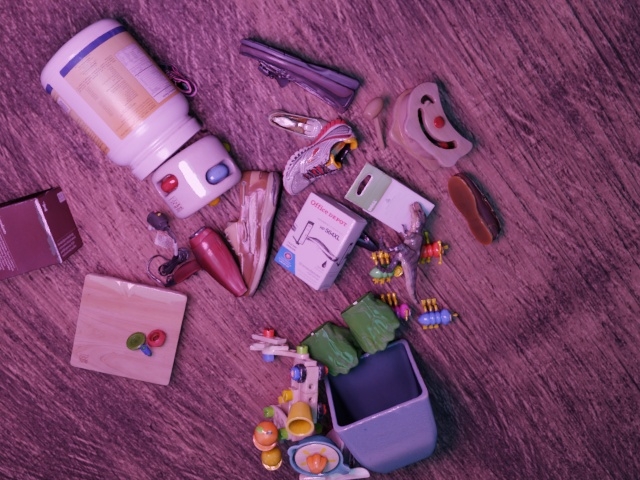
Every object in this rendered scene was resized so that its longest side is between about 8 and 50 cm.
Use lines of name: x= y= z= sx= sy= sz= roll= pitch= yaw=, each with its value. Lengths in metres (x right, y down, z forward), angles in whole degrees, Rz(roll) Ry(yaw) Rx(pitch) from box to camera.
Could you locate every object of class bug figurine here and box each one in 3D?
bug figurine: x=0.245 y=0.125 z=1.757 sx=0.216 sy=0.072 sz=0.279 roll=-10 pitch=106 yaw=0

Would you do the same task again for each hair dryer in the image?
hair dryer: x=-0.305 y=0.053 z=1.664 sx=0.293 sy=0.080 sz=0.224 roll=26 pitch=134 yaw=17

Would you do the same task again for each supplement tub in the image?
supplement tub: x=-0.449 y=-0.316 z=1.527 sx=0.228 sy=0.228 sz=0.316 roll=-39 pitch=103 yaw=8

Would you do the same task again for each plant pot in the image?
plant pot: x=0.177 y=0.464 z=1.767 sx=0.247 sy=0.247 sz=0.252 roll=-22 pitch=118 yaw=3

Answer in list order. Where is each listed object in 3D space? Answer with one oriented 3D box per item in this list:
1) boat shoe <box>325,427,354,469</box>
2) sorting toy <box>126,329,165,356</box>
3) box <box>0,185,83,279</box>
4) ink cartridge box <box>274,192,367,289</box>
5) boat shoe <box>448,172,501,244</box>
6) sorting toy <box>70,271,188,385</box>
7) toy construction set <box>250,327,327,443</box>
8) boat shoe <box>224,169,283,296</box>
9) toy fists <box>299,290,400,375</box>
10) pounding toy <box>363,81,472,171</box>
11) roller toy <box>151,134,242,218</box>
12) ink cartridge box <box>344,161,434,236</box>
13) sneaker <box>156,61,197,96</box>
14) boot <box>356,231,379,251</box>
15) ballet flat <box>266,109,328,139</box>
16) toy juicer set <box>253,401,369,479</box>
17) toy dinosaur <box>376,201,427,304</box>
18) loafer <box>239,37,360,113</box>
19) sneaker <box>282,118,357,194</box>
boat shoe: x=0.044 y=0.645 z=1.858 sx=0.095 sy=0.112 sz=0.335 roll=5 pitch=121 yaw=-21
sorting toy: x=-0.437 y=0.263 z=1.685 sx=0.101 sy=0.061 sz=0.042 roll=-11 pitch=139 yaw=8
box: x=-0.727 y=-0.016 z=1.625 sx=0.203 sy=0.168 sz=0.167 roll=-16 pitch=104 yaw=2
ink cartridge box: x=0.000 y=0.000 z=1.676 sx=0.148 sy=0.086 sz=0.203 roll=33 pitch=103 yaw=22
boat shoe: x=0.399 y=-0.090 z=1.714 sx=0.073 sy=0.073 sz=0.207 roll=-41 pitch=110 yaw=-31
sorting toy: x=-0.493 y=0.221 z=1.740 sx=0.257 sy=0.089 sz=0.256 roll=13 pitch=104 yaw=-5
toy construction set: x=-0.078 y=0.389 z=1.761 sx=0.151 sy=0.215 sz=0.328 roll=-16 pitch=101 yaw=-25
boat shoe: x=-0.178 y=-0.023 z=1.683 sx=0.119 sy=0.122 sz=0.324 roll=11 pitch=96 yaw=0
toy fists: x=0.084 y=0.253 z=1.750 sx=0.279 sy=0.096 sz=0.142 roll=-38 pitch=91 yaw=24
pounding toy: x=0.234 y=-0.288 z=1.649 sx=0.269 sy=0.154 sz=0.154 roll=37 pitch=72 yaw=-20
roller toy: x=-0.293 y=-0.144 z=1.592 sx=0.209 sy=0.191 sz=0.146 roll=-34 pitch=98 yaw=3
ink cartridge box: x=0.173 y=-0.104 z=1.696 sx=0.209 sy=0.062 sz=0.109 roll=31 pitch=103 yaw=-10
sneaker: x=-0.352 y=-0.389 z=1.601 sx=0.119 sy=0.057 sz=0.047 roll=32 pitch=103 yaw=-9
boot: x=0.079 y=0.014 z=1.734 sx=0.121 sy=0.045 sz=0.099 roll=42 pitch=97 yaw=-5
ballet flat: x=-0.051 y=-0.282 z=1.645 sx=0.168 sy=0.052 sz=0.057 roll=10 pitch=104 yaw=-6
toy juicer set: x=-0.040 y=0.559 z=1.681 sx=0.209 sy=0.090 sz=0.329 roll=-27 pitch=120 yaw=17
toy dinosaur: x=0.203 y=0.039 z=1.673 sx=0.118 sy=0.064 sz=0.268 roll=1 pitch=107 yaw=-3
loafer: x=-0.057 y=-0.391 z=1.592 sx=0.302 sy=0.109 sz=0.095 roll=18 pitch=108 yaw=-10
sneaker: x=-0.003 y=-0.195 z=1.634 sx=0.225 sy=0.093 sz=0.088 roll=-46 pitch=140 yaw=11
